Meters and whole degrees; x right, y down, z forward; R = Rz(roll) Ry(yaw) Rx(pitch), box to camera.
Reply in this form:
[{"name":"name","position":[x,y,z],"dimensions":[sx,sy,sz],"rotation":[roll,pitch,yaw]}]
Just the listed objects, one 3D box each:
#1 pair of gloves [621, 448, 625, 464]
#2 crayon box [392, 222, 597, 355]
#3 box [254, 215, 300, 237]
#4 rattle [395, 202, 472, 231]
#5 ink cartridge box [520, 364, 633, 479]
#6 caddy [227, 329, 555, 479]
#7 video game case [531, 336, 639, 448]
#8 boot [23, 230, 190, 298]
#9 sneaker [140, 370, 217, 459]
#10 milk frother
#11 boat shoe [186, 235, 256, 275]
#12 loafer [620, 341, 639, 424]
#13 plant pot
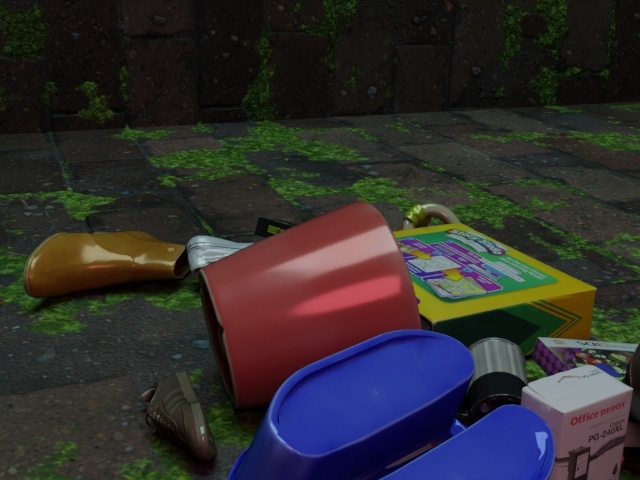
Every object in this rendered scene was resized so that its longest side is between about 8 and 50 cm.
[{"name":"pair of gloves","position":[0.309,0.241,1.061],"dimensions":[0.159,0.023,0.198],"rotation":[5,19,16]},{"name":"crayon box","position":[0.211,0.084,1.380],"dimensions":[0.313,0.106,0.363],"rotation":[-7,21,-26]},{"name":"box","position":[0.000,0.000,1.610],"dimensions":[0.184,0.045,0.190],"rotation":[13,1,33]},{"name":"rattle","position":[0.253,0.015,1.695],"dimensions":[0.199,0.143,0.130],"rotation":[16,52,-3]},{"name":"ink cartridge box","position":[0.274,0.225,0.905],"dimensions":[0.109,0.151,0.063],"rotation":[-10,22,-30]},{"name":"caddy","position":[0.067,0.240,0.822],"dimensions":[0.341,0.179,0.241],"rotation":[-16,48,-41]},{"name":"video game case","position":[0.430,0.202,1.107],"dimensions":[0.210,0.042,0.232],"rotation":[5,19,-14]},{"name":"boot","position":[-0.361,0.040,1.468],"dimensions":[0.211,0.104,0.295],"rotation":[7,16,17]},{"name":"sneaker","position":[-0.179,0.228,1.030],"dimensions":[0.071,0.066,0.188],"rotation":[-21,19,-12]},{"name":"milk frother","position":[0.187,0.174,1.024],"dimensions":[0.129,0.143,0.135],"rotation":[-26,18,16]},{"name":"boat shoe","position":[-0.136,0.050,1.516],"dimensions":[0.226,0.083,0.076],"rotation":[6,53,-17]},{"name":"loafer","position":[0.414,0.164,0.850],"dimensions":[0.133,0.130,0.366],"rotation":[6,7,-9]},{"name":"plant pot","position":[-0.025,0.103,1.120],"dimensions":[0.243,0.275,0.275],"rotation":[-15,23,-14]}]
